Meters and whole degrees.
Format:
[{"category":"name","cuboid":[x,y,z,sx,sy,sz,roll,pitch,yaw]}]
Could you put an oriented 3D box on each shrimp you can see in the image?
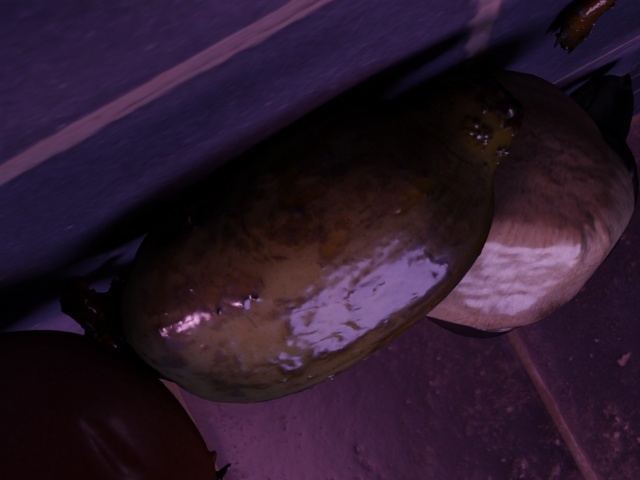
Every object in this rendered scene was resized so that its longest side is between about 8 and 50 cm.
[{"category":"shrimp","cuboid":[0.213,-0.172,0.896,0.083,0.023,0.114,-30,172,-9]}]

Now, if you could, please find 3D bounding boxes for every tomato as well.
[{"category":"tomato","cuboid":[-0.236,0.209,0.808,0.341,0.341,0.273,-30,131,22]}]

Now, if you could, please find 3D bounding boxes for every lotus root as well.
[{"category":"lotus root","cuboid":[0.000,0.000,0.786,0.309,0.173,0.173,-33,174,18]}]

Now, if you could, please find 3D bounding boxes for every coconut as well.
[{"category":"coconut","cuboid":[0.132,-0.027,0.944,0.224,0.224,0.224,-28,175,-2]}]

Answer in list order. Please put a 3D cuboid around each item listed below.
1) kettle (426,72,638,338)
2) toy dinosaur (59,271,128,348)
[{"category":"kettle","cuboid":[0.271,-0.064,1.462,0.321,0.228,0.324,-56,-174,-30]},{"category":"toy dinosaur","cuboid":[-0.072,0.059,1.068,0.208,0.097,0.432,-27,164,9]}]
